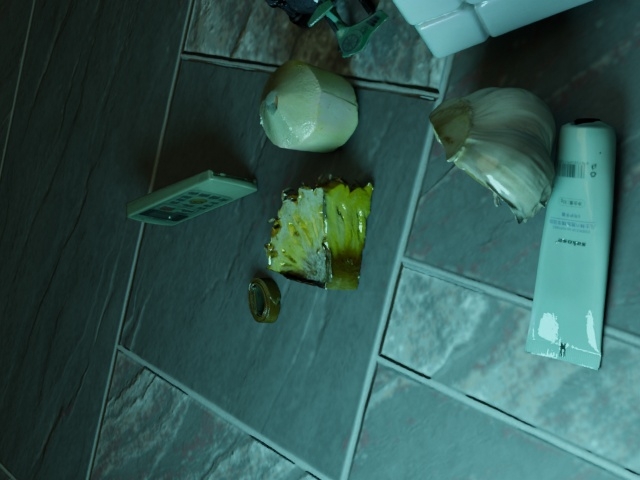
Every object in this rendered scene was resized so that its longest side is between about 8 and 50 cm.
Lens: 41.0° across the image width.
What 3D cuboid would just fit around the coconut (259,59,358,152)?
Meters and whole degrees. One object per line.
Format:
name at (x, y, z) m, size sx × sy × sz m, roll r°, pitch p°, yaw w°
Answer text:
coconut at (-0.028, -0.220, 1.428) m, size 0.147 × 0.152 × 0.147 m, roll -6°, pitch 81°, yaw 47°

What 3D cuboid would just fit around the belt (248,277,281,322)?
belt at (-0.101, 0.107, 1.541) m, size 0.059 × 0.036 × 0.083 m, roll -23°, pitch 71°, yaw 40°

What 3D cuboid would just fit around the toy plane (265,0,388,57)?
toy plane at (-0.013, -0.440, 1.485) m, size 0.155 × 0.106 × 0.382 m, roll -41°, pitch 52°, yaw 20°

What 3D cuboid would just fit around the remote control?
remote control at (-0.252, -0.080, 1.657) m, size 0.285 × 0.123 × 0.038 m, roll -15°, pitch 73°, yaw 41°

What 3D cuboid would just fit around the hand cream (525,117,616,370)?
hand cream at (0.330, 0.001, 1.117) m, size 0.109 × 0.067 × 0.321 m, roll 10°, pitch 97°, yaw 44°

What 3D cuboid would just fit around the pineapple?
pineapple at (0.000, 0.000, 1.420) m, size 0.236 × 0.114 × 0.186 m, roll -55°, pitch 51°, yaw 38°

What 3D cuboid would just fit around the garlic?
garlic at (0.245, -0.130, 1.141) m, size 0.143 × 0.178 × 0.229 m, roll -48°, pitch 34°, yaw 8°

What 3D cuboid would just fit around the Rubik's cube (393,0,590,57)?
Rubik's cube at (0.210, -0.468, 1.051) m, size 0.318 × 0.316 × 0.322 m, roll -17°, pitch 70°, yaw 20°
